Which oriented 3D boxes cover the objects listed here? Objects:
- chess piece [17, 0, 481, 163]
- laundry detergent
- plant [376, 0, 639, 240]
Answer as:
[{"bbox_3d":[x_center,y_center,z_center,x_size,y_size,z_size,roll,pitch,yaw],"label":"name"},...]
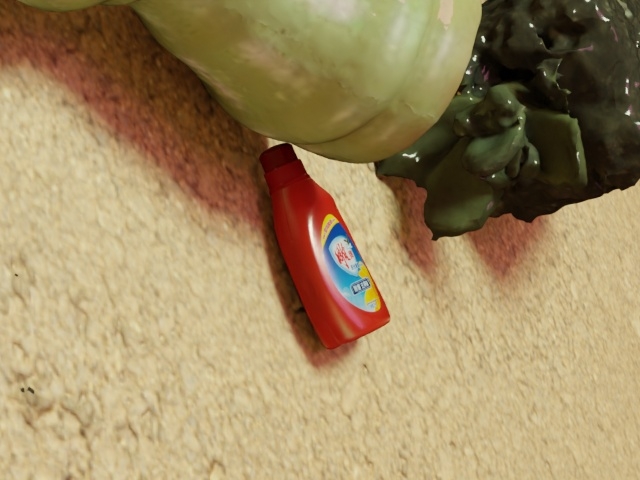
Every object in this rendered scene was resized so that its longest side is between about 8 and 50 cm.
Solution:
[{"bbox_3d":[-0.103,-0.213,1.238,0.442,0.234,0.234,17,58,-47],"label":"chess piece"},{"bbox_3d":[0.000,0.000,1.406,0.165,0.049,0.097,67,25,0],"label":"laundry detergent"},{"bbox_3d":[0.189,-0.125,1.615,0.312,0.215,0.213,-27,97,-56],"label":"plant"}]
